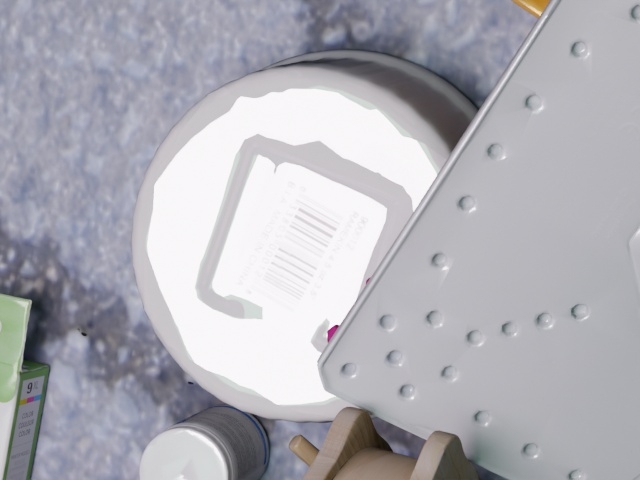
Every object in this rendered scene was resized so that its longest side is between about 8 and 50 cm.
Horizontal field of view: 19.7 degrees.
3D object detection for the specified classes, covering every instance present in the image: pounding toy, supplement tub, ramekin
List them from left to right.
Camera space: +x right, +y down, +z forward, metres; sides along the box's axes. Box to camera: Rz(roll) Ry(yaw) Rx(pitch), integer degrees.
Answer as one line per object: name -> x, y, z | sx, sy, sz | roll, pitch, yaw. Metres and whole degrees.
supplement tub -> -0.084, 0.162, 1.360 | 0.071, 0.107, 0.071 | 1, 93, 15
ramekin -> 0.000, 0.000, 1.314 | 0.277, 0.135, 0.277 | 1, 93, 15
pounding toy -> 0.020, 0.213, 1.238 | 0.154, 0.269, 0.154 | 13, 68, 22

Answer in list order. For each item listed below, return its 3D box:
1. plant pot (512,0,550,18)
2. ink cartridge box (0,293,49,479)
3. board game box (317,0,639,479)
plant pot -> 0.201, -0.249, 1.226 | 0.205, 0.205, 0.188 | 34, 85, 10
ink cartridge box -> -0.278, 0.135, 1.433 | 0.109, 0.062, 0.209 | 12, 96, 14
board game box -> 0.255, 0.012, 1.182 | 0.390, 0.050, 0.390 | 26, 112, -15
